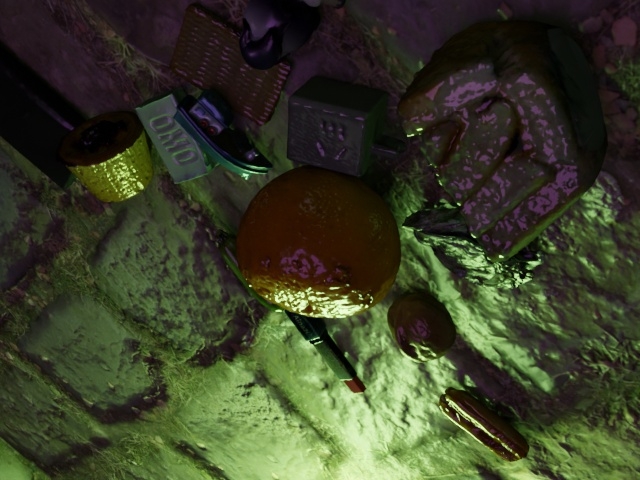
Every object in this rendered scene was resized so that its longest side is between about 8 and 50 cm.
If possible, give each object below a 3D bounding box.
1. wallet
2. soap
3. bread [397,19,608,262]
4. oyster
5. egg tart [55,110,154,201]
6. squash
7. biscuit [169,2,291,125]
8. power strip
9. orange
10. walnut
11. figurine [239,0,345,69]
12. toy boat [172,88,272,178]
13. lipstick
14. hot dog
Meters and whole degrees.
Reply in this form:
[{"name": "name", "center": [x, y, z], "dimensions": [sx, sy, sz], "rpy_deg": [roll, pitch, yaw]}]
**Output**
[{"name": "wallet", "center": [-0.748, -0.327, 1.780], "dimensions": [0.406, 0.062, 0.228], "rpy_deg": [42, 130, -4]}, {"name": "soap", "center": [-0.323, -0.236, 1.620], "dimensions": [0.115, 0.063, 0.198], "rpy_deg": [-15, 115, 26]}, {"name": "bread", "center": [0.344, -0.171, 1.205], "dimensions": [0.264, 0.239, 0.395], "rpy_deg": [-22, 111, 36]}, {"name": "oyster", "center": [0.313, 0.004, 1.457], "dimensions": [0.268, 0.112, 0.198], "rpy_deg": [32, 152, -7]}, {"name": "egg tart", "center": [-0.487, -0.193, 1.655], "dimensions": [0.215, 0.215, 0.170], "rpy_deg": [4, 134, 25]}, {"name": "squash", "center": [-0.176, 0.076, 1.767], "dimensions": [0.069, 0.069, 0.258], "rpy_deg": [-29, 103, 38]}, {"name": "biscuit", "center": [-0.187, -0.364, 1.492], "dimensions": [0.255, 0.029, 0.172], "rpy_deg": [33, 130, 3]}, {"name": "power strip", "center": [0.058, -0.218, 1.395], "dimensions": [0.225, 0.139, 0.140], "rpy_deg": [15, 125, 16]}, {"name": "orange", "center": [0.000, 0.000, 1.472], "dimensions": [0.341, 0.293, 0.340], "rpy_deg": [12, 158, 5]}, {"name": "walnut", "center": [0.225, 0.196, 1.602], "dimensions": [0.167, 0.149, 0.166], "rpy_deg": [34, 158, 16]}, {"name": "figurine", "center": [-0.065, -0.412, 1.331], "dimensions": [0.145, 0.145, 0.222], "rpy_deg": [45, 129, -8]}, {"name": "toy boat", "center": [-0.199, -0.228, 1.538], "dimensions": [0.238, 0.109, 0.098], "rpy_deg": [43, 120, -16]}, {"name": "lipstick", "center": [0.019, 0.279, 1.820], "dimensions": [0.051, 0.051, 0.312], "rpy_deg": [-22, 111, 35]}, {"name": "hot dog", "center": [0.399, 0.443, 1.732], "dimensions": [0.250, 0.068, 0.100], "rpy_deg": [39, 143, 0]}]
